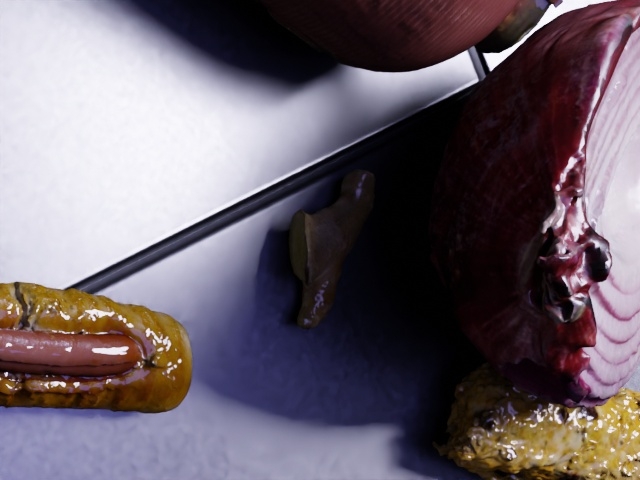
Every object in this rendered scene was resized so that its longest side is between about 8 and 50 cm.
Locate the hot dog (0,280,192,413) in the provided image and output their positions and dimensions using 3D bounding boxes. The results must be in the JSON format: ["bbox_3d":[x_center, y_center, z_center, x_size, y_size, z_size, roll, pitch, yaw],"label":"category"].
[{"bbox_3d":[-0.159,0.052,0.948,0.215,0.047,0.066,8,82,-29],"label":"hot dog"}]

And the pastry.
[{"bbox_3d":[0.136,0.110,1.106,0.140,0.056,0.080,22,71,-29],"label":"pastry"}]

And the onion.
[{"bbox_3d":[0.120,-0.019,1.013,0.283,0.120,0.227,-28,122,-69],"label":"onion"}]

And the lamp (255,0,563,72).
[{"bbox_3d":[0.015,-0.197,0.991,0.258,0.180,0.180,36,72,-21],"label":"lamp"}]

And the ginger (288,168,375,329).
[{"bbox_3d":[-0.001,0.000,1.049,0.048,0.030,0.097,37,72,-52],"label":"ginger"}]
